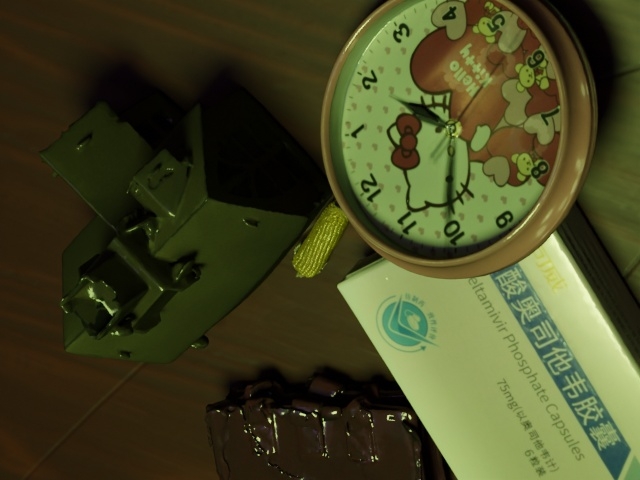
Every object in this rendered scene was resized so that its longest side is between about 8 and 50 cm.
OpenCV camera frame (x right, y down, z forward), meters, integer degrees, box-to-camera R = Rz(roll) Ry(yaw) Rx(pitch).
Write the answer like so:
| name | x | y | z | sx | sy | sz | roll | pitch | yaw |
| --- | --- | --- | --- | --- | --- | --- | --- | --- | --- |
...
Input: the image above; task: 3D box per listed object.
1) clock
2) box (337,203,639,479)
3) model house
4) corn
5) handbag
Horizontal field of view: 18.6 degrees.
| name | x | y | z | sx | sy | sz | roll | pitch | yaw |
| --- | --- | --- | --- | --- | --- | --- | --- | --- | --- |
| clock | 0.106 | -0.091 | 1.527 | 0.244 | 0.056 | 0.244 | -1 | 88 | 33 |
| box | 0.188 | 0.129 | 1.607 | 0.200 | 0.065 | 0.343 | -28 | 97 | 30 |
| model house | -0.148 | -0.007 | 1.598 | 0.204 | 0.243 | 0.211 | 45 | 121 | 1 |
| corn | 0.000 | 0.000 | 1.663 | 0.028 | 0.027 | 0.083 | 53 | 125 | 35 |
| handbag | 0.012 | 0.223 | 1.721 | 0.203 | 0.074 | 0.216 | -2 | 108 | 24 |
